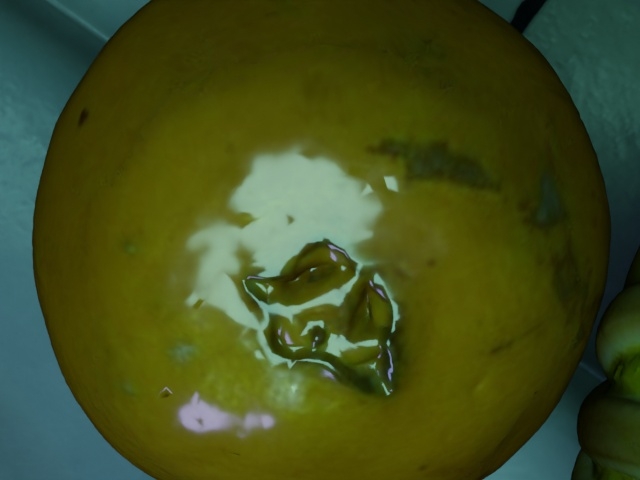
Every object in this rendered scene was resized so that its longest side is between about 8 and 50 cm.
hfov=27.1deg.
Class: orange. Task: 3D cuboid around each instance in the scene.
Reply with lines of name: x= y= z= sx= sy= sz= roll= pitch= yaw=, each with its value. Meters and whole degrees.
orange: x=0.000 y=0.000 z=0.718 sx=0.312 sy=0.312 sz=0.312 roll=1 pitch=97 yaw=6

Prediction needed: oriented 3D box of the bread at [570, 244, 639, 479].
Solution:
bread: x=0.249 y=0.094 z=0.729 sx=0.333 sy=0.160 sz=0.333 roll=-12 pitch=110 yaw=-36
